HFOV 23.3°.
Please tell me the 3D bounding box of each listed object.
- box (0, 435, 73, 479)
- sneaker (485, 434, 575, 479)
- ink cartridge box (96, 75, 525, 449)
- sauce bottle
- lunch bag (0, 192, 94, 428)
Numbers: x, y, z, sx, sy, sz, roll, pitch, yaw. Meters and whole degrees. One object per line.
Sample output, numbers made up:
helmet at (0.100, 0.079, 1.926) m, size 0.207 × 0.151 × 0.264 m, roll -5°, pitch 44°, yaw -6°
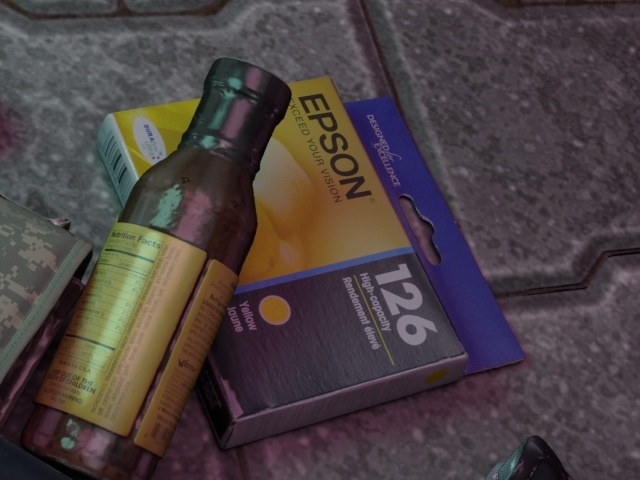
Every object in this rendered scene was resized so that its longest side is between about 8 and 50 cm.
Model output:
box at (-0.196, 0.413, 0.846) m, size 0.480 × 0.297 × 0.471 m, roll 34°, pitch 52°, yaw -9°
sneaker at (0.228, 0.220, 1.277) m, size 0.269 × 0.101 × 0.153 m, roll -22°, pitch 72°, yaw -27°
ink cartridge box at (0.000, 0.000, 1.354) m, size 0.307 × 0.072 × 0.303 m, roll -15°, pitch 65°, yaw -25°
sauce bottle at (-0.116, 0.023, 1.204) m, size 0.111 × 0.111 × 0.344 m, roll 25°, pitch 75°, yaw -4°
lunch bag at (-0.326, 0.059, 1.130) m, size 0.235 × 0.169 × 0.287 m, roll 28°, pitch 54°, yaw -2°
